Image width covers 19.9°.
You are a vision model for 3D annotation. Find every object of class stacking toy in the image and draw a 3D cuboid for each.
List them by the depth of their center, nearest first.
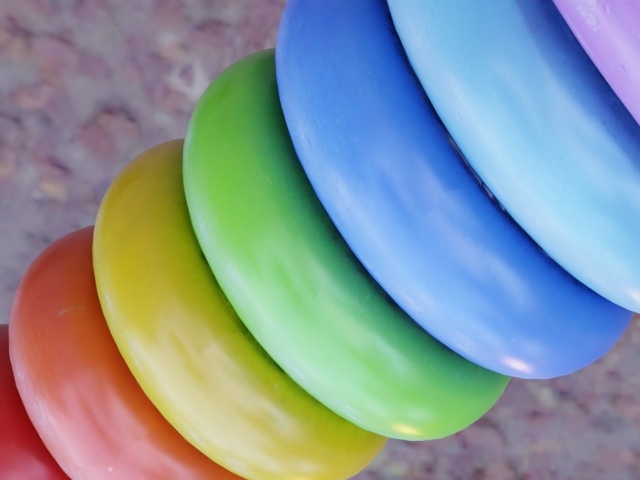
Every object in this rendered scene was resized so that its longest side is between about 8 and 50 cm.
[{"bbox_3d":[0.000,0.000,0.451,0.330,0.141,0.141,-34,121,25],"label":"stacking toy"}]
